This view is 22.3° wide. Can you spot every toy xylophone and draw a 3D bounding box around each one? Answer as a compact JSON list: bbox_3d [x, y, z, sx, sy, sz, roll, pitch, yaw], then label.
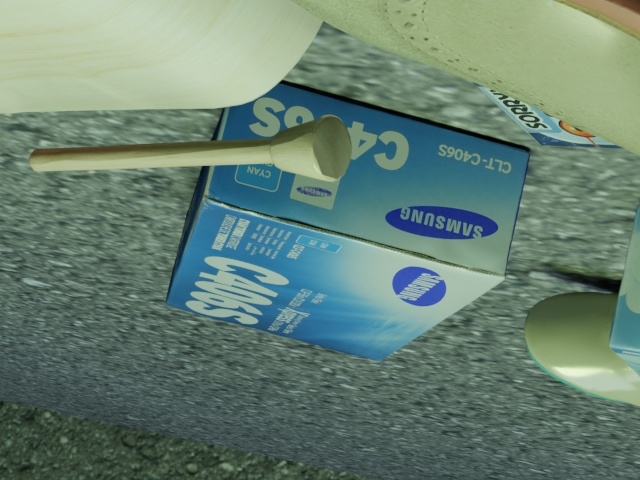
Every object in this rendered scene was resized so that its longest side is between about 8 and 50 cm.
[{"bbox_3d":[-0.123,-0.100,0.678,0.323,0.081,0.236,6,165,32],"label":"toy xylophone"}]

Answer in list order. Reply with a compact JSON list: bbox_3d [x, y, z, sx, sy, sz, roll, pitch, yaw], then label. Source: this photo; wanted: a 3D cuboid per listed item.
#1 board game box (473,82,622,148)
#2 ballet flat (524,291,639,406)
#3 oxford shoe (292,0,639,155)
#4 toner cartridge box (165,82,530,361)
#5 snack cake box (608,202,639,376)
[{"bbox_3d":[0.108,-0.085,0.611,0.136,0.035,0.201,5,164,34],"label":"board game box"},{"bbox_3d":[0.258,0.076,1.083,0.248,0.086,0.086,16,167,-19],"label":"ballet flat"},{"bbox_3d":[0.101,-0.086,0.442,0.397,0.140,0.146,26,174,-16],"label":"oxford shoe"},{"bbox_3d":[0.000,0.000,0.997,0.165,0.075,0.348,14,167,-5],"label":"toner cartridge box"},{"bbox_3d":[0.308,0.054,0.880,0.264,0.089,0.152,7,165,27],"label":"snack cake box"}]
